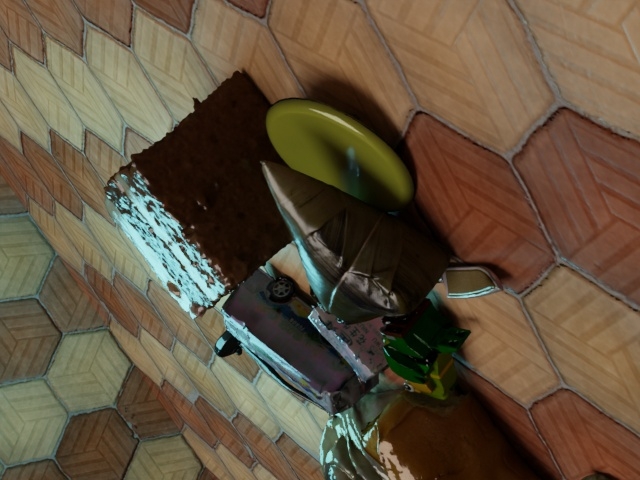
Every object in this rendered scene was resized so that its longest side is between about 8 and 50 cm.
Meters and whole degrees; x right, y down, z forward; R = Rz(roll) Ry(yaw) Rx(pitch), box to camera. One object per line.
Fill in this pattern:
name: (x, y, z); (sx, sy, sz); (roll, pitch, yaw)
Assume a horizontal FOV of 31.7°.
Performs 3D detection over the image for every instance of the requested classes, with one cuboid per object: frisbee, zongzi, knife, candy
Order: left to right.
zongzi: (0.000, 0.000, 1.602); (0.300, 0.145, 0.274); (35, 159, -11)
frisbee: (0.024, -0.111, 1.540); (0.236, 0.017, 0.236); (27, 157, 12)
candy: (0.061, 0.151, 1.866); (0.160, 0.092, 0.073); (48, 159, 10)
knife: (0.183, 0.058, 1.570); (0.256, 0.022, 0.046); (177, 88, -65)

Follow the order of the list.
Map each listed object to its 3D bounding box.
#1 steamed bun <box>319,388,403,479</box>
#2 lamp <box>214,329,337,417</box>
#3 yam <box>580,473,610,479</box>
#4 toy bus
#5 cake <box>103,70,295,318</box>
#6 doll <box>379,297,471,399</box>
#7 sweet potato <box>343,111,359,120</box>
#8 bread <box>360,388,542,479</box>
steamed bun: (0.117, 0.413, 2.017); (0.280, 0.207, 0.268); (1, 126, 60)
lamp: (-0.065, 0.270, 2.268); (0.371, 0.130, 0.108); (35, 145, 36)
yam: (0.469, 0.501, 1.658); (0.371, 0.083, 0.083); (59, 156, -17)
toy bus: (-0.043, 0.180, 2.046); (0.317, 0.138, 0.112); (34, 151, 32)
cake: (-0.170, -0.063, 1.750); (0.282, 0.256, 0.290); (53, 152, -5)
doll: (0.158, 0.167, 1.688); (0.134, 0.106, 0.186); (26, 149, 24)
sweet potato: (-0.007, -0.161, 1.567); (0.195, 0.056, 0.056); (2, 128, 54)
bread: (0.226, 0.375, 1.774); (0.344, 0.195, 0.149); (48, 164, -1)
